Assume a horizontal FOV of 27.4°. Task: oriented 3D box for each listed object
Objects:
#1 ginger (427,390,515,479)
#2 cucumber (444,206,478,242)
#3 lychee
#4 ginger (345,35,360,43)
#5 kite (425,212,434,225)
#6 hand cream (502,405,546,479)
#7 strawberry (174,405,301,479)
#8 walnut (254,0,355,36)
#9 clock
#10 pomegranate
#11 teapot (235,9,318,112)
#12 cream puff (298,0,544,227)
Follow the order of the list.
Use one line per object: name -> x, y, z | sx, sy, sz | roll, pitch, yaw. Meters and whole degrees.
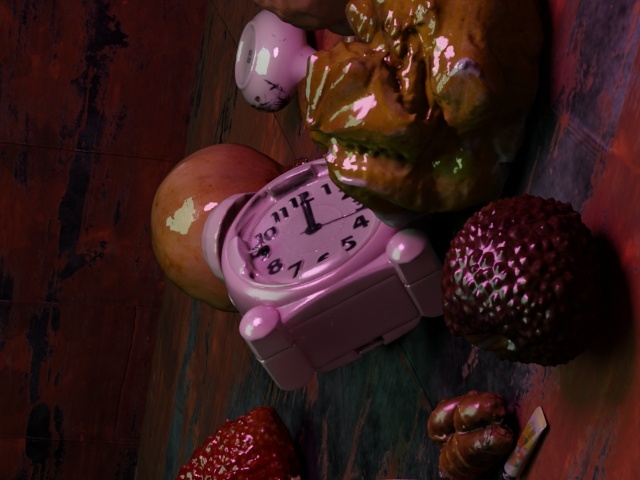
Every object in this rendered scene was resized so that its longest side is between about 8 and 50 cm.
ginger -> 0.192, 0.233, 1.620 | 0.162, 0.073, 0.103 | -47, 54, 56
cucumber -> 0.200, 0.022, 1.673 | 0.284, 0.056, 0.056 | -101, 22, -55
lychee -> 0.221, 0.039, 1.399 | 0.188, 0.188, 0.188 | -176, 90, -74
ginger -> 0.036, -0.263, 2.272 | 0.089, 0.075, 0.288 | -37, -52, -81
kite -> 0.177, -0.121, 1.873 | 0.125, 0.008, 0.222 | 174, 99, -71
hand cream -> 0.240, 0.241, 1.538 | 0.035, 0.022, 0.102 | -96, 22, -55
strawberry -> -0.142, 0.492, 2.411 | 0.343, 0.292, 0.292 | -61, 26, 24
walnut -> 0.034, -0.483, 1.901 | 0.381, 0.381, 0.381 | -176, 90, -74
clock -> 0.007, 0.011, 1.877 | 0.326, 0.342, 0.184 | -113, -1, -46
pomegranate -> -0.137, -0.032, 2.403 | 0.338, 0.338, 0.338 | -176, 90, -74
teapot -> -0.087, -0.362, 2.613 | 0.300, 0.165, 0.208 | -119, 28, -74
cream puff -> 0.108, -0.206, 1.658 | 0.378, 0.275, 0.378 | -174, 90, -76
